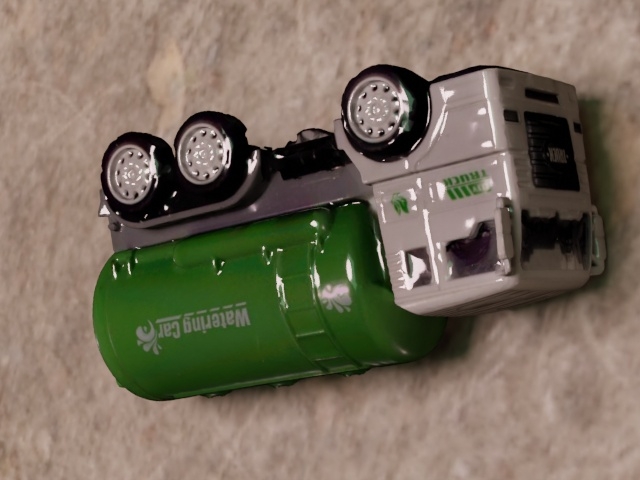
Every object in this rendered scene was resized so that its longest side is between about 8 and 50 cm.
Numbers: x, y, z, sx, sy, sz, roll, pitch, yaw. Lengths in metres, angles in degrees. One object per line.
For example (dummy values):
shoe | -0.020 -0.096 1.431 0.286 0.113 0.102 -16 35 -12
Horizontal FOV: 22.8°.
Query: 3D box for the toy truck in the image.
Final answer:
toy truck | 0.000 0.000 0.710 0.242 0.101 0.125 -14 80 33
